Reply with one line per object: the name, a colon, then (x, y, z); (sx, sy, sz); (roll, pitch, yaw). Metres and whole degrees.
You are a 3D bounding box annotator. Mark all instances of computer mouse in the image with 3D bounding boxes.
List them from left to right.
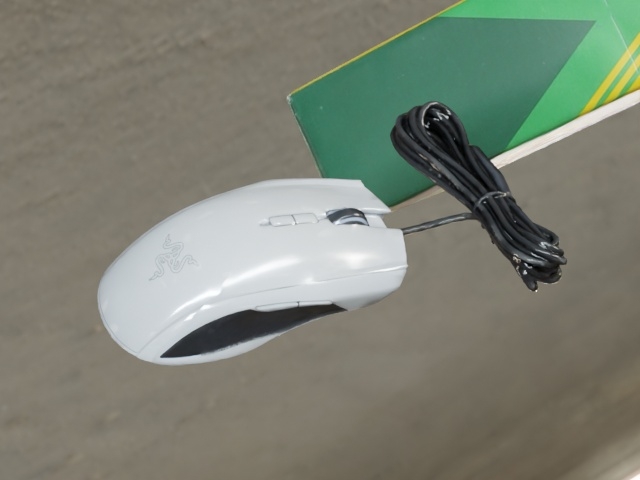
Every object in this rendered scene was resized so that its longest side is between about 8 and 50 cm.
computer mouse: (0.000, 0.000, 0.665); (0.193, 0.106, 0.042); (-18, 147, -18)

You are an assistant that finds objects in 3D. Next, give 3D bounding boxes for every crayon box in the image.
crayon box: (0.193, -0.139, 1.089); (0.313, 0.106, 0.363); (-24, 180, 26)
